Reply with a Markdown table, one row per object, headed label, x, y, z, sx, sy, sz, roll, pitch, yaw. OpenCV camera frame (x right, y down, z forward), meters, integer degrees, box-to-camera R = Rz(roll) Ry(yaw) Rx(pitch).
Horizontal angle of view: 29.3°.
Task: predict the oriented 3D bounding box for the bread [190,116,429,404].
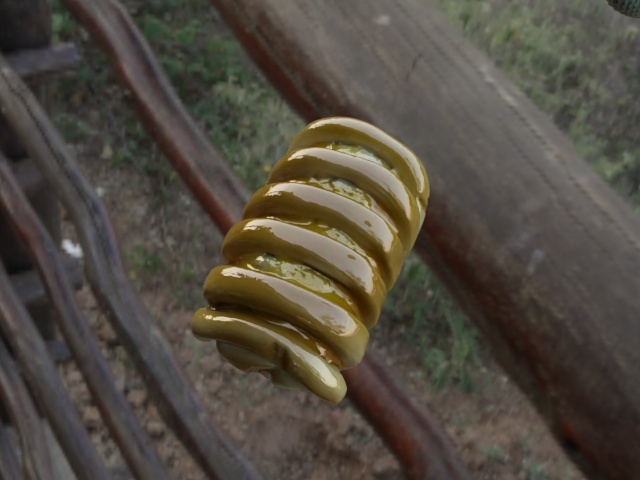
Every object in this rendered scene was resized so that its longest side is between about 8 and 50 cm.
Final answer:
| label | x | y | z | sx | sy | sz | roll | pitch | yaw |
| --- | --- | --- | --- | --- | --- | --- | --- | --- | --- |
| bread | 0.000 | 0.000 | 1.223 | 0.172 | 0.121 | 0.311 | 22 | 57 | 7 |

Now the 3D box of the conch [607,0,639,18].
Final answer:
| label | x | y | z | sx | sy | sz | roll | pitch | yaw |
| --- | --- | --- | --- | --- | --- | --- | --- | --- | --- |
| conch | 0.272 | -0.219 | 1.043 | 0.085 | 0.056 | 0.076 | 54 | 40 | -16 |
